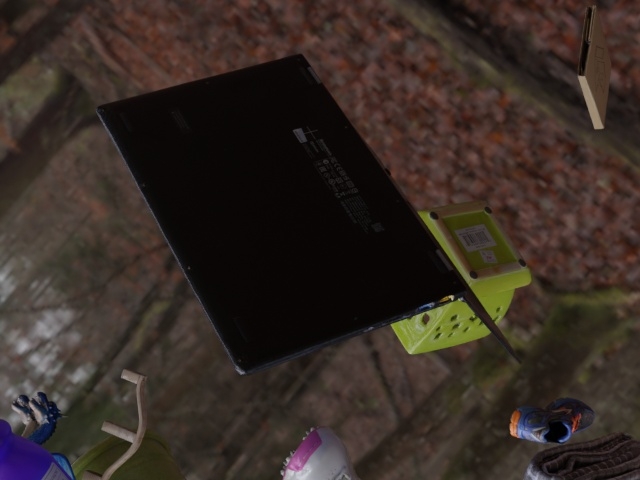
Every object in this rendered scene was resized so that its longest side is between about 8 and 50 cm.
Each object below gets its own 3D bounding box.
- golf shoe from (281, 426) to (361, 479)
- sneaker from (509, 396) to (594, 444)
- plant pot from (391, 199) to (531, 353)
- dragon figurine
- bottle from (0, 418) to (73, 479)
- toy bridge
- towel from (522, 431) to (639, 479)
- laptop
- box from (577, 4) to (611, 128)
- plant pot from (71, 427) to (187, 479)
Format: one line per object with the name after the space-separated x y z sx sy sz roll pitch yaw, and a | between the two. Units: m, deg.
0.031 0.374 1.728 0.140 0.115 0.306 32 163 25 | golf shoe
0.474 0.370 2.291 0.221 0.083 0.087 -5 -160 -38 | sneaker
0.242 0.054 2.159 0.228 0.207 0.227 -10 -119 -38 | plant pot
-0.406 0.365 1.698 0.289 0.144 0.085 62 149 8 | dragon figurine
-0.341 0.283 1.276 0.092 0.118 0.283 -7 126 46 | bottle
-0.304 0.295 1.769 0.063 0.188 0.026 18 175 16 | toy bridge
0.338 0.384 1.529 0.121 0.235 0.283 28 -161 36 | towel
0.000 0.000 1.341 0.382 0.408 0.236 57 153 31 | laptop
0.544 -0.339 2.279 0.021 0.164 0.201 2 155 24 | box
-0.265 0.485 1.835 0.254 0.276 0.276 32 176 33 | plant pot
